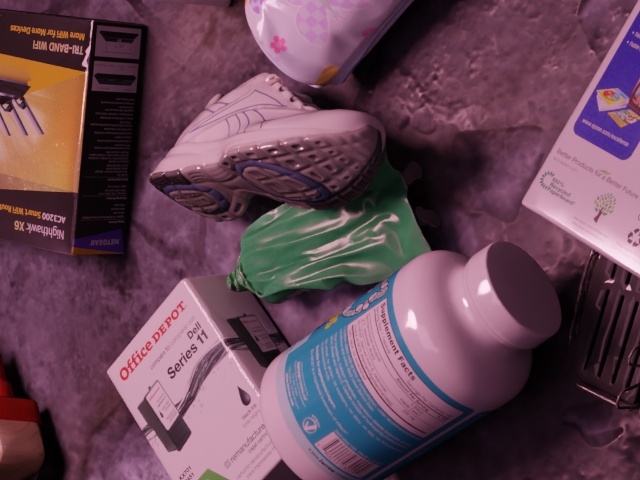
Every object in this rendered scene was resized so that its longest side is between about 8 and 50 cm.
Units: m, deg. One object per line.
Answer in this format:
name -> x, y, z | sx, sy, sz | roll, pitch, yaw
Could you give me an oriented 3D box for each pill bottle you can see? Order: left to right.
pill bottle -> 0.081, 0.105, 1.505 | 0.264, 0.146, 0.146 | -37, 69, 33

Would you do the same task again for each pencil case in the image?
pencil case -> 0.055, -0.253, 1.535 | 0.124, 0.113, 0.273 | 45, 123, -10

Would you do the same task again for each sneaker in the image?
sneaker -> -0.046, -0.099, 1.591 | 0.297, 0.111, 0.129 | -2, 60, 50

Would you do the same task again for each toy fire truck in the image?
toy fire truck -> -0.426, 0.184, 1.931 | 0.217, 0.158, 0.246 | -35, 59, 35

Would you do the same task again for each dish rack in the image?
dish rack -> 0.311, 0.074, 1.363 | 0.271, 0.074, 0.208 | 25, 106, 36

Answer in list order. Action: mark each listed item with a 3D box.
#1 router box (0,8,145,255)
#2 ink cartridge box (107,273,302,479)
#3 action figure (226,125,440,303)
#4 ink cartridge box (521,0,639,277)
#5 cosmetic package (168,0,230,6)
router box -> -0.332, -0.126, 1.871 | 0.308, 0.081, 0.243 | 10, 98, 38
ink cartridge box -> -0.094, 0.156, 1.686 | 0.153, 0.087, 0.208 | -50, 62, 28
action figure -> 0.000, 0.000, 1.619 | 0.232, 0.063, 0.137 | -24, 79, 33
ink cartridge box -> 0.301, -0.130, 1.325 | 0.165, 0.065, 0.333 | 38, 102, 45
cosmetic package -> -0.183, -0.320, 1.678 | 0.151, 0.183, 0.151 | 24, 106, 35
